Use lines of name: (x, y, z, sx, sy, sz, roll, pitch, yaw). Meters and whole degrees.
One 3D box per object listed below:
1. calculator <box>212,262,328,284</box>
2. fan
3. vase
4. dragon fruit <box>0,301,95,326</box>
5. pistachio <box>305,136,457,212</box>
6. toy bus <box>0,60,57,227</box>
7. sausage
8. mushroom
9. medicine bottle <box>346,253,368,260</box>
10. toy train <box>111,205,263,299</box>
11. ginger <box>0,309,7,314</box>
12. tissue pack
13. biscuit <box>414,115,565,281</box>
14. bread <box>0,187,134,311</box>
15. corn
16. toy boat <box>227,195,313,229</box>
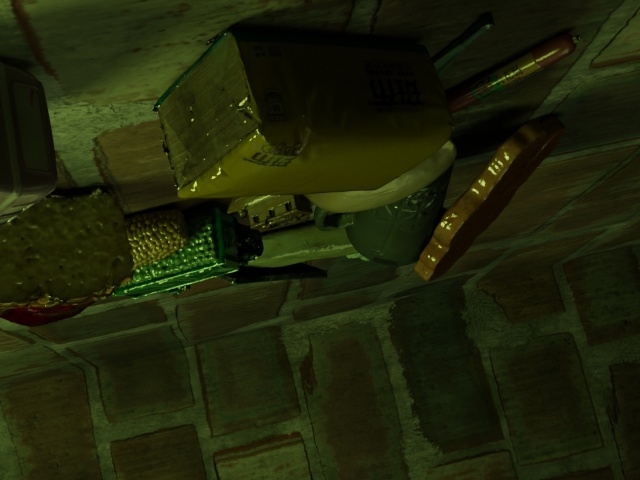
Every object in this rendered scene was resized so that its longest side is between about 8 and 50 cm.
calculator: (-0.125, 0.056, 1.999, 0.261, 0.021, 0.161, -2, -166, -43)
fan: (0.149, -0.214, 1.163, 0.038, 0.016, 0.193, -7, 168, -22)
vase: (0.116, -0.069, 1.549, 0.251, 0.156, 0.301, -9, 162, -8)
dragon fruit: (-0.469, 0.086, 1.743, 0.282, 0.100, 0.343, -19, 169, 5)
pistachio: (0.072, -0.106, 1.303, 0.215, 0.144, 0.144, -14, 169, 13)
toy bus: (-0.354, -0.073, 0.944, 0.142, 0.142, 0.202, -2, 163, -45)
sausage: (0.234, -0.208, 1.256, 0.029, 0.029, 0.223, -2, 164, -45)
mushroom: (0.000, 0.000, 1.896, 0.312, 0.081, 0.100, -13, 162, 8)
medicine bottle: (0.144, -0.004, 2.031, 0.229, 0.083, 0.121, -6, 169, -39)
toy train: (-0.231, 0.021, 1.663, 0.269, 0.115, 0.154, -15, 165, 24)
ginger: (-0.585, 0.081, 1.513, 0.219, 0.123, 0.270, 1, 172, -42)
tissue pack: (-0.016, -0.128, 1.087, 0.271, 0.134, 0.192, -6, 166, -36)
biscuit: (0.259, -0.066, 1.585, 0.202, 0.047, 0.334, -20, 149, -56)
bread: (-0.397, 0.021, 1.355, 0.260, 0.160, 0.147, -10, 177, -32)
corn: (-0.333, 0.015, 1.554, 0.260, 0.091, 0.091, -16, 170, 6)
toy boat: (-0.054, -0.065, 1.508, 0.200, 0.077, 0.057, -20, 166, 33)
